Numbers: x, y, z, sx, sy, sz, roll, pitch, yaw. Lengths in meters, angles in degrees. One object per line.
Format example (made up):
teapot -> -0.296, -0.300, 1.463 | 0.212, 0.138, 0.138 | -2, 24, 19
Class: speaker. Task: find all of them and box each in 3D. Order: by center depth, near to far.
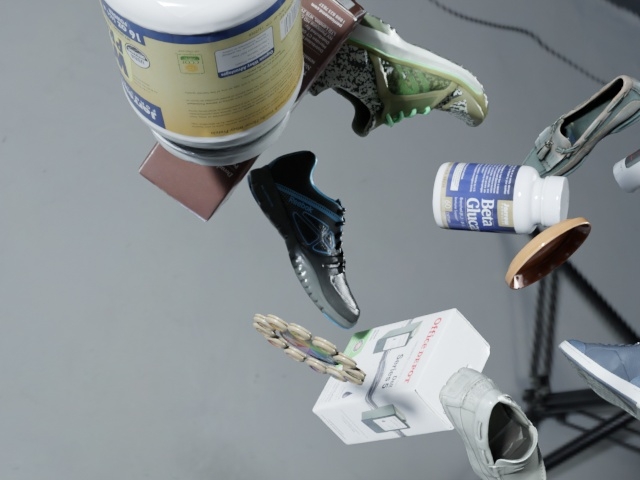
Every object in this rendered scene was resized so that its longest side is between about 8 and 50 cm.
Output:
speaker -> 0.512, -0.124, 1.612 | 0.055, 0.136, 0.055 | 18, 57, -29

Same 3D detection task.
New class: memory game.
memory game -> -0.018, 0.157, 1.518 | 0.186, 0.186, 0.012 | 35, 72, -18

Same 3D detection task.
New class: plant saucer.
plant saucer -> 0.185, 0.009, 0.873 | 0.083, 0.083, 0.013 | -21, 64, -32

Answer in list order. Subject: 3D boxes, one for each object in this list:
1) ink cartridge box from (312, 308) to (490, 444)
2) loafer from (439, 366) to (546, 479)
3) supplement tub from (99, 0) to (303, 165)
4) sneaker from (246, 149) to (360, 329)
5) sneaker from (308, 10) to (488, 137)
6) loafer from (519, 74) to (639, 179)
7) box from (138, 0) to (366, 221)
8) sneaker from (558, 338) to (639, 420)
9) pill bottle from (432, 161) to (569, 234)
ink cartridge box -> 0.145, 0.249, 1.919 | 0.115, 0.273, 0.198 | 47, 50, -20
loafer -> 0.291, 0.324, 1.680 | 0.112, 0.111, 0.319 | -48, 130, -12
supplement tub -> -0.134, -0.251, 1.251 | 0.228, 0.316, 0.228 | 0, 62, 0
sneaker -> 0.000, 0.000, 1.921 | 0.139, 0.125, 0.341 | -28, 99, -2
sneaker -> 0.114, -0.256, 1.835 | 0.410, 0.158, 0.182 | 22, 91, -33
loafer -> 0.445, -0.197, 1.847 | 0.084, 0.267, 0.096 | 23, 38, -43
box -> -0.100, -0.229, 1.607 | 0.143, 0.191, 0.381 | 38, 107, -5
sneaker -> 0.457, 0.158, 1.507 | 0.163, 0.226, 0.086 | -46, 122, -6
pill bottle -> 0.245, -0.056, 1.438 | 0.094, 0.169, 0.094 | 4, 90, -66
